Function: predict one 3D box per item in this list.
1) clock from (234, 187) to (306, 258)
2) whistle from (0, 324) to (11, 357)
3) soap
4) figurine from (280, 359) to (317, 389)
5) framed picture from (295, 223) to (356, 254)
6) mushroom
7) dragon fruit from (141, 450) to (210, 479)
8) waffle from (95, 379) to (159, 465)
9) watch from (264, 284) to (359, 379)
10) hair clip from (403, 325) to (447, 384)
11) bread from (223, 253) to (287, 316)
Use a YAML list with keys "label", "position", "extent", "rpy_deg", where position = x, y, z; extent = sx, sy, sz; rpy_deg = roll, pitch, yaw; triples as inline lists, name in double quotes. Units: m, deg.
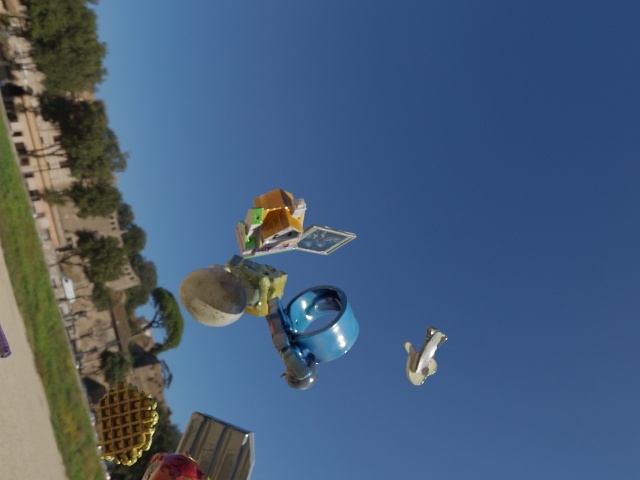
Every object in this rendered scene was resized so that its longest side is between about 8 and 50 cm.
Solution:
- label: "clock"
  position: [-0.170, -0.072, 1.702]
  extent: [0.309, 0.235, 0.166]
  rpy_deg: [130, -53, -61]
- label: "whistle"
  position: [-0.979, 0.274, 1.391]
  extent: [0.176, 0.033, 0.033]
  rpy_deg: [56, -36, 16]
- label: "soap"
  position: [-0.462, 1.002, 1.977]
  extent: [0.213, 0.350, 0.435]
  rpy_deg: [81, 24, -65]
- label: "figurine"
  position: [-0.104, 0.664, 2.410]
  extent: [0.265, 0.197, 0.175]
  rpy_deg: [-69, 168, -65]
- label: "framed picture"
  position: [0.000, 0.000, 2.075]
  extent: [0.209, 0.281, 0.019]
  rpy_deg: [-34, -122, 37]
- label: "mushroom"
  position: [-0.373, 0.176, 1.650]
  extent: [0.243, 0.243, 0.244]
  rpy_deg: [30, -53, 49]
- label: "dragon fruit"
  position: [-0.508, 0.853, 1.596]
  extent: [0.227, 0.224, 0.224]
  rpy_deg: [45, -30, -12]
- label: "waffle"
  position: [-0.767, 0.707, 1.792]
  extent: [0.281, 0.058, 0.301]
  rpy_deg: [6, -101, 18]
- label: "watch"
  position: [-0.014, 0.289, 1.482]
  extent: [0.305, 0.274, 0.241]
  rpy_deg: [-118, -175, -57]
- label: "hair clip"
  position: [0.369, 0.417, 1.670]
  extent: [0.219, 0.159, 0.071]
  rpy_deg: [-68, -164, 3]
- label: "bread"
  position: [-0.396, 0.223, 2.380]
  extent: [0.395, 0.264, 0.239]
  rpy_deg: [20, -84, 15]
